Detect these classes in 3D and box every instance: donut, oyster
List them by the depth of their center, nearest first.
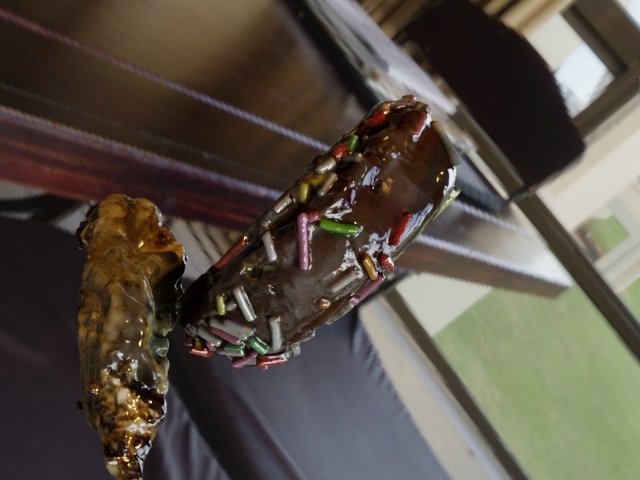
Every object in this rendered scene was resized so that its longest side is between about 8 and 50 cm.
[{"bbox_3d":[-0.181,0.083,1.074,0.128,0.078,0.345,34,35,-36],"label":"oyster"},{"bbox_3d":[-0.012,0.013,1.087,0.136,0.345,0.259,45,36,-2],"label":"donut"}]
